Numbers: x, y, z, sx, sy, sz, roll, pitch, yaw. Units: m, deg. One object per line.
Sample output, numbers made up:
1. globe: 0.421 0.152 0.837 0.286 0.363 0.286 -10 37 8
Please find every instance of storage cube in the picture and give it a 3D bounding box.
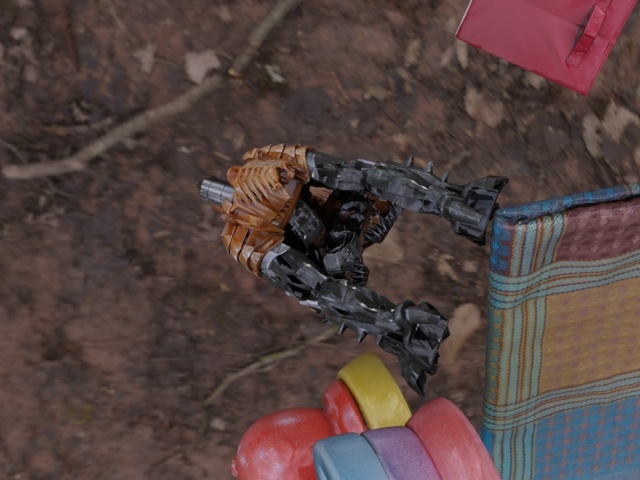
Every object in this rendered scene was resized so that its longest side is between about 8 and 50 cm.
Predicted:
1. storage cube: 0.316 -0.340 1.769 0.193 0.215 0.184 25 130 3

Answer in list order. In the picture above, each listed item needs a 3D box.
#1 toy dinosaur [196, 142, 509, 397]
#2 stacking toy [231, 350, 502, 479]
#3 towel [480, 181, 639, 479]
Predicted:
1. toy dinosaur: 0.000 0.000 0.964 0.218 0.322 0.164 22 105 11
2. stacking toy: 0.046 0.235 0.902 0.130 0.309 0.280 -20 94 -10
3. towel: 0.258 0.090 1.049 0.271 0.370 0.040 -11 47 -6
